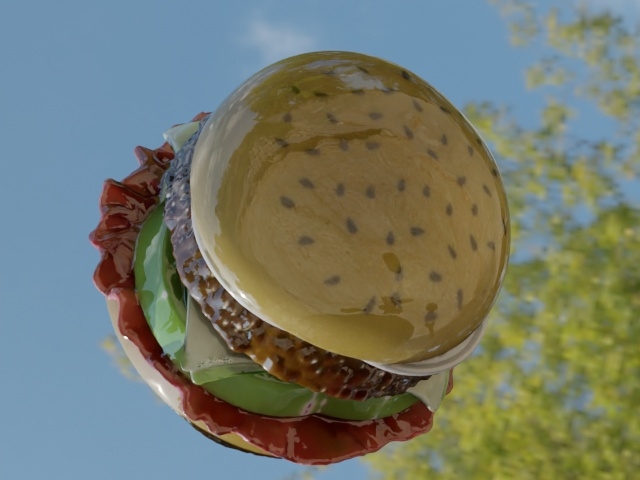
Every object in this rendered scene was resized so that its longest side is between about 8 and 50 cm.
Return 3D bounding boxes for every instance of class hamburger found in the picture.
[{"bbox_3d":[0.003,0.001,0.807,0.175,0.137,0.175,17,-127,-24],"label":"hamburger"}]
